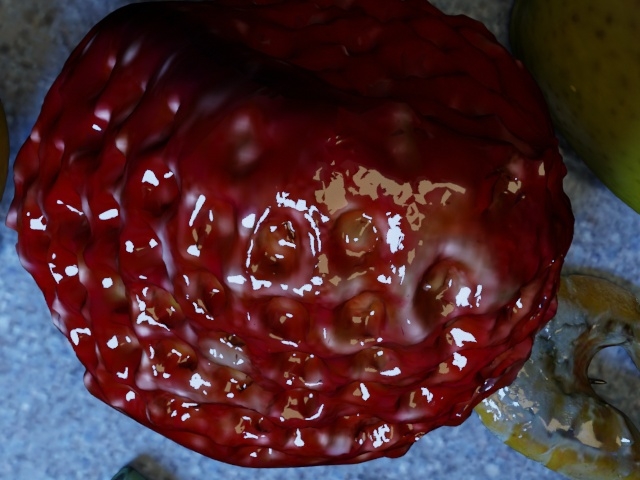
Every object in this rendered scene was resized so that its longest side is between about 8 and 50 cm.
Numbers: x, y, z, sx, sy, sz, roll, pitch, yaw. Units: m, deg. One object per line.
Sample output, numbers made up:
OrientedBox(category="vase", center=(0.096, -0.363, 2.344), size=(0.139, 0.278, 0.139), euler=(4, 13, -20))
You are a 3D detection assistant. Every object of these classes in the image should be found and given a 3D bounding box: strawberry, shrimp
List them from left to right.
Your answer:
OrientedBox(category="strawberry", center=(0.000, 0.000, 0.766), size=(0.317, 0.345, 0.295), euler=(34, 90, -14))
OrientedBox(category="shrimp", center=(0.183, 0.097, 0.965), size=(0.187, 0.051, 0.132), euler=(35, 91, -11))

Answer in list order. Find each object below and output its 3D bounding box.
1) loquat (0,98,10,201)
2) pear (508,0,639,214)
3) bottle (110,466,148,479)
OrientedBox(category="loquat", center=(-0.255, -0.043, 0.808), size=(0.172, 0.149, 0.204), euler=(-18, 116, 16))
OrientedBox(category="pear", center=(0.312, -0.131, 0.853), size=(0.386, 0.191, 0.340), euler=(8, 105, 0))
OrientedBox(category="bottle", center=(-0.103, 0.183, 0.936), size=(0.083, 0.030, 0.030), euler=(42, 89, -14))
